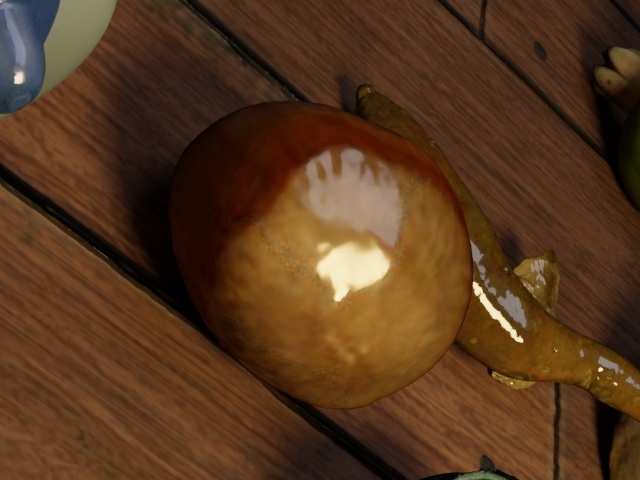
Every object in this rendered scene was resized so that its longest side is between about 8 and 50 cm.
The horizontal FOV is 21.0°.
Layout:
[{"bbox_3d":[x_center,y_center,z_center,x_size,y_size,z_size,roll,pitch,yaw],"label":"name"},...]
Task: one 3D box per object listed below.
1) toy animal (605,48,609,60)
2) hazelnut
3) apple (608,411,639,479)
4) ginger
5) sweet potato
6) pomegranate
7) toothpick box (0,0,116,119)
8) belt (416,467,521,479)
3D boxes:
[{"bbox_3d":[0.371,-0.195,1.757,0.105,0.202,0.070,4,58,-26],"label":"toy animal"},{"bbox_3d":[0.000,0.000,1.099,0.214,0.176,0.214,51,5,-7],"label":"hazelnut"},{"bbox_3d":[0.345,0.167,1.413,0.193,0.120,0.265,45,64,1],"label":"apple"},{"bbox_3d":[0.168,0.067,1.391,0.057,0.044,0.137,70,25,-47],"label":"ginger"},{"bbox_3d":[0.126,0.028,1.310,0.346,0.079,0.108,48,54,-2],"label":"sweet potato"},{"bbox_3d":[0.354,-0.105,1.670,0.210,0.179,0.179,29,37,0],"label":"pomegranate"},{"bbox_3d":[-0.231,-0.200,0.859,0.263,0.263,0.355,-6,71,-55],"label":"toothpick box"},{"bbox_3d":[0.069,0.256,1.042,0.267,0.116,0.206,-33,99,-58],"label":"belt"}]
